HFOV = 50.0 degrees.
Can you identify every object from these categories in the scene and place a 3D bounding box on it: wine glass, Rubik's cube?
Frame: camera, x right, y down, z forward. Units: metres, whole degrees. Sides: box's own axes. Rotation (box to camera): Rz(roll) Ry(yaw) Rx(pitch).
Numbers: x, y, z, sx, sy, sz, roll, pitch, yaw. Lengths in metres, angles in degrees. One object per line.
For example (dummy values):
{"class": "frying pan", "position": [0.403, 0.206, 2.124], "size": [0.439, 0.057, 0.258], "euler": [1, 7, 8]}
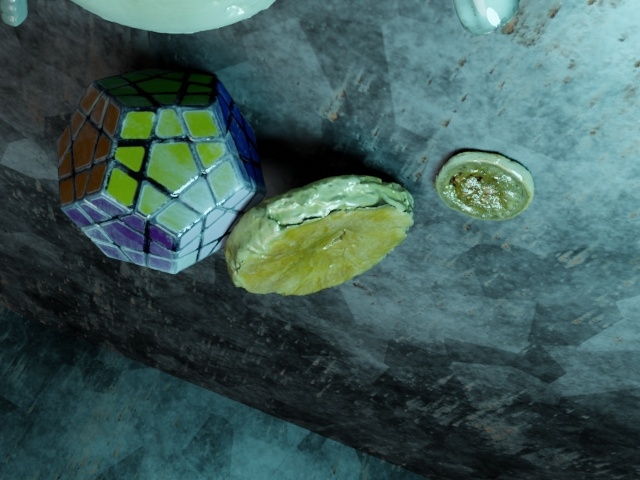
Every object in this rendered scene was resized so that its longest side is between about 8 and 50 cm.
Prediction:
{"class": "wine glass", "position": [0.150, -0.296, 0.712], "size": [0.072, 0.072, 0.155], "euler": [-6, 140, 38]}
{"class": "Rubik's cube", "position": [-0.240, -0.110, 1.050], "size": [0.264, 0.319, 0.319], "euler": [-19, 137, 12]}

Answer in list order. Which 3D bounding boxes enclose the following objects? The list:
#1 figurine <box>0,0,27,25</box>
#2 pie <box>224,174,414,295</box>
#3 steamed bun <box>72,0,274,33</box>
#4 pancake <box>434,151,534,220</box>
{"class": "figurine", "position": [-0.525, -0.408, 0.843], "size": [0.284, 0.167, 0.342], "euler": [2, 166, 41]}
{"class": "pie", "position": [0.000, 0.000, 1.124], "size": [0.339, 0.083, 0.339], "euler": [-15, 158, -6]}
{"class": "steamed bun", "position": [-0.131, -0.341, 0.559], "size": [0.324, 0.324, 0.206], "euler": [21, 160, 1]}
{"class": "pancake", "position": [0.246, -0.079, 1.036], "size": [0.151, 0.025, 0.152], "euler": [14, 149, 9]}
